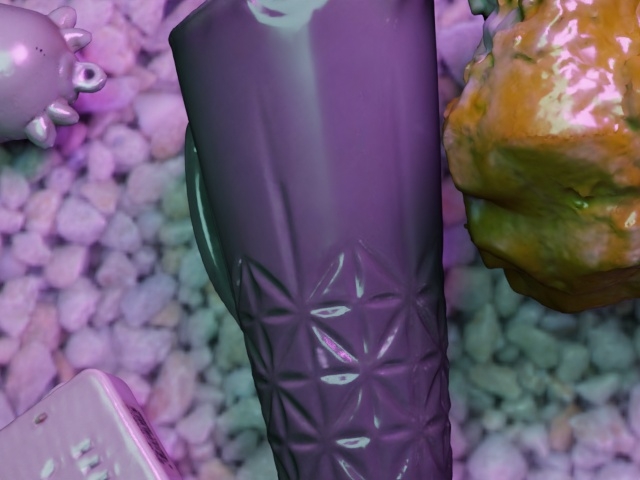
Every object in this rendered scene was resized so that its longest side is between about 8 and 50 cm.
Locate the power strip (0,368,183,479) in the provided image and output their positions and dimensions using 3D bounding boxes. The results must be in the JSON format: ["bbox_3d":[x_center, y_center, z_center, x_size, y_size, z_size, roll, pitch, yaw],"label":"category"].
[{"bbox_3d":[-0.090,0.223,0.802,0.098,0.058,0.338,-35,70,0],"label":"power strip"}]

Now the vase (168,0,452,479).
[{"bbox_3d":[0.000,0.000,0.792,0.251,0.156,0.301,-11,88,53],"label":"vase"}]

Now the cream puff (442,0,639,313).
[{"bbox_3d":[0.168,-0.092,0.733,0.185,0.282,0.282,-4,73,19],"label":"cream puff"}]

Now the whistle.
[{"bbox_3d":[-0.268,-0.115,0.918,0.253,0.106,0.102,4,44,6],"label":"whistle"}]
